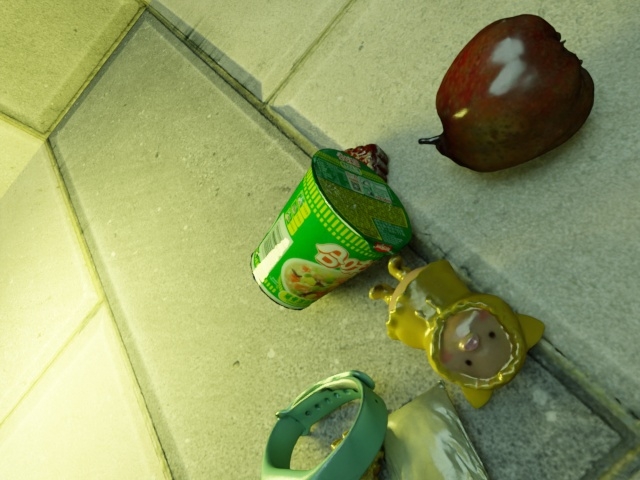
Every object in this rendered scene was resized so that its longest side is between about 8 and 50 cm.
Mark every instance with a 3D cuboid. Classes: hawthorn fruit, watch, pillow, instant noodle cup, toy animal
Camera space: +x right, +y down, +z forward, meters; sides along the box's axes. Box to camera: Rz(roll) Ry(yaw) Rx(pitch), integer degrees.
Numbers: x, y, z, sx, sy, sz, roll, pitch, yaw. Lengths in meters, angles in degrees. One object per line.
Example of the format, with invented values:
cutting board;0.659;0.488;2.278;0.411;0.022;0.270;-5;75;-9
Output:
hawthorn fruit;0.263;-0.206;0.704;0.248;0.208;0.208;-32;54;34
watch;-0.005;0.288;0.680;0.237;0.068;0.195;-35;19;48
pillow;0.158;0.327;0.625;0.148;0.050;0.229;-37;52;18
instant noodle cup;0.000;0.000;0.779;0.233;0.207;0.207;-44;49;32
toy animal;0.178;0.113;0.661;0.230;0.156;0.156;39;94;29

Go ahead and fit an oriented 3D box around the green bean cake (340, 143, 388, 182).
green bean cake;0.059;-0.112;0.890;0.135;0.056;0.135;-7;65;31

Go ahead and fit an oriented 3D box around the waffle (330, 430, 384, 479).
waffle;0.069;0.365;0.651;0.149;0.051;0.194;-45;43;39
